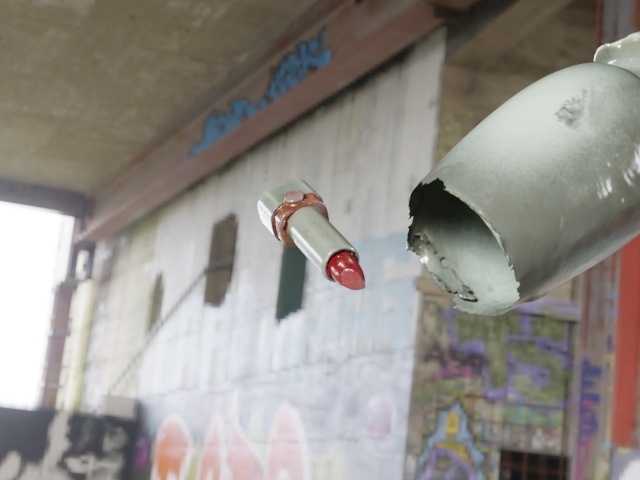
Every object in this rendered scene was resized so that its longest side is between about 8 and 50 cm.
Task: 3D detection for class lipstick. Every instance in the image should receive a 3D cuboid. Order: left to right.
[{"bbox_3d":[0.000,-0.001,1.309,0.063,0.057,0.186,-23,36,-16],"label":"lipstick"}]

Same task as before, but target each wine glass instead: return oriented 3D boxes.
[{"bbox_3d":[0.149,-0.042,0.751,0.204,0.111,0.111,-34,7,-26],"label":"wine glass"}]
